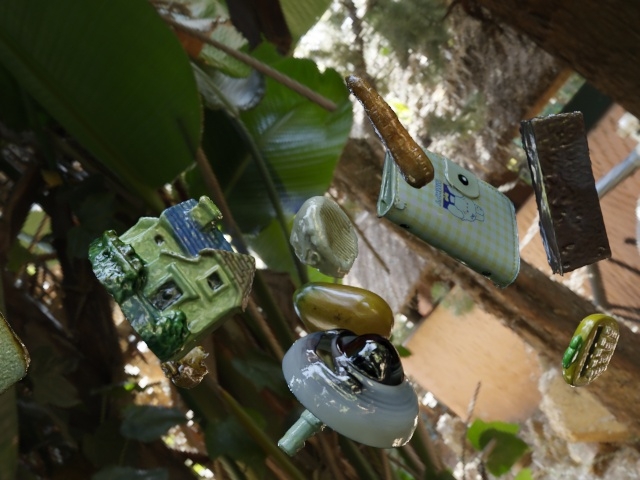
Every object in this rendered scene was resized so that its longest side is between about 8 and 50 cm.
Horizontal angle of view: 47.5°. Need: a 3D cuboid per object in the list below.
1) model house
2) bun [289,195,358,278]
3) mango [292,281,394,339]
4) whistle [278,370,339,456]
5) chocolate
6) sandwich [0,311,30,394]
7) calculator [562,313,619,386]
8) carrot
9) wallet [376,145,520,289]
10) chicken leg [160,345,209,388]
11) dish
[{"bbox_3d":[-0.201,0.038,1.045,0.189,0.214,0.195,-35,-9,-9],"label":"model house"},{"bbox_3d":[0.000,0.000,1.938,0.133,0.231,0.231,-19,9,28],"label":"bun"},{"bbox_3d":[0.048,0.160,1.546,0.152,0.221,0.120,88,-160,-43],"label":"mango"},{"bbox_3d":[0.009,0.355,1.563,0.258,0.067,0.126,-44,8,-19],"label":"whistle"},{"bbox_3d":[0.482,-0.092,1.425,0.111,0.321,0.112,-13,7,5],"label":"chocolate"},{"bbox_3d":[-0.745,0.222,1.488,0.226,0.251,0.087,-35,21,-29],"label":"sandwich"},{"bbox_3d":[0.512,0.208,1.384,0.235,0.032,0.146,10,-80,-50],"label":"calculator"},{"bbox_3d":[0.096,-0.156,1.023,0.047,0.191,0.047,-36,6,4],"label":"carrot"},{"bbox_3d":[0.247,-0.060,1.385,0.077,0.309,0.223,-36,33,44],"label":"wallet"},{"bbox_3d":[-0.305,0.278,1.626,0.101,0.085,0.207,-58,-10,-7],"label":"chicken leg"},{"bbox_3d":[0.079,0.230,1.316,0.134,0.273,0.273,-61,-10,18],"label":"dish"}]
